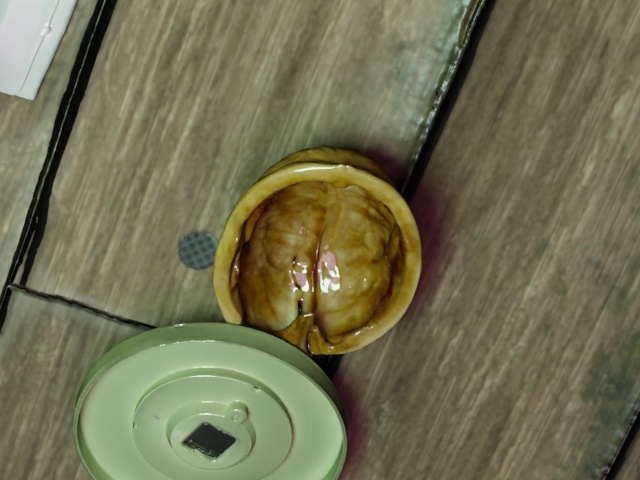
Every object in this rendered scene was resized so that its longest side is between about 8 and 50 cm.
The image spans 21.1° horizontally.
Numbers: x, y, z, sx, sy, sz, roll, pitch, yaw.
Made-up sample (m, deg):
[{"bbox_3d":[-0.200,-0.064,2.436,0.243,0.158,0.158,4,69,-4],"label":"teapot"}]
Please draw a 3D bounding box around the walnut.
[{"bbox_3d":[0.001,-0.003,1.408,0.167,0.087,0.211,12,128,-7],"label":"walnut"}]

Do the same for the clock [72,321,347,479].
[{"bbox_3d":[-0.095,0.166,1.469,0.235,0.029,0.235,1,128,1],"label":"clock"}]

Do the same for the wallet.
[{"bbox_3d":[-0.232,-0.174,1.356,0.061,0.025,0.122,20,109,-20],"label":"wallet"}]
